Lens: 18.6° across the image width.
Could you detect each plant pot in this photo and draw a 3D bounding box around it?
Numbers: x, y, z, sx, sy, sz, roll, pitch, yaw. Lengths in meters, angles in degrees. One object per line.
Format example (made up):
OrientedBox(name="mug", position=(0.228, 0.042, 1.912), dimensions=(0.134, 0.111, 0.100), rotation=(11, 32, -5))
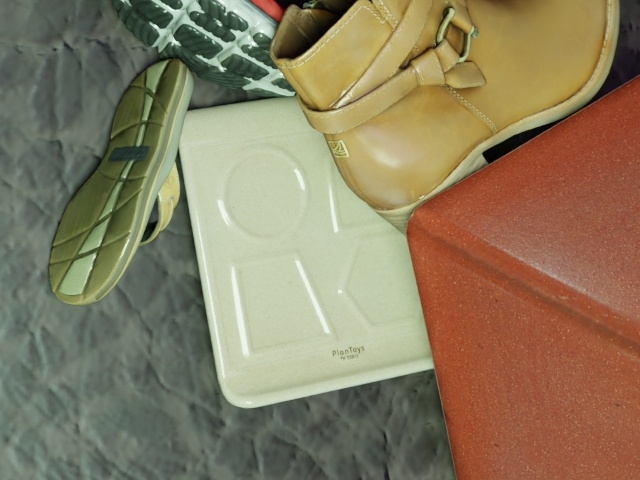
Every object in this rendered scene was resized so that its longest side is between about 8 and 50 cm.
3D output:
OrientedBox(name="plant pot", position=(0.252, 0.071, 1.322), dimensions=(0.267, 0.236, 0.267), rotation=(-31, 128, -24))

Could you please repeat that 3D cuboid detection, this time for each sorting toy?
OrientedBox(name="sorting toy", position=(0.000, 0.000, 1.371), dimensions=(0.193, 0.038, 0.208), rotation=(-10, 87, -26))

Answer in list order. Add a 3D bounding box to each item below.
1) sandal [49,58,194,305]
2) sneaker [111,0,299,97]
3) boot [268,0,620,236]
OrientedBox(name="sandal", position=(-0.121, -0.035, 1.302), dimensions=(0.049, 0.072, 0.180), rotation=(37, 67, -42))
OrientedBox(name="sneaker", position=(-0.093, -0.205, 1.300), dimensions=(0.279, 0.107, 0.118), rotation=(40, 61, -22))
OrientedBox(name="boot", position=(0.085, -0.151, 1.340), dimensions=(0.220, 0.109, 0.283), rotation=(48, 67, -36))
